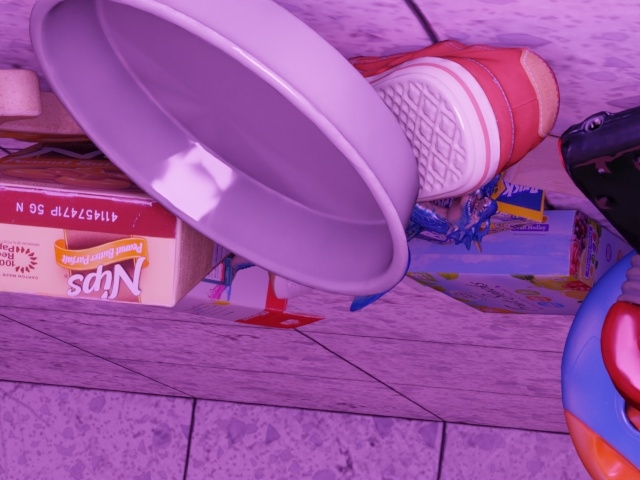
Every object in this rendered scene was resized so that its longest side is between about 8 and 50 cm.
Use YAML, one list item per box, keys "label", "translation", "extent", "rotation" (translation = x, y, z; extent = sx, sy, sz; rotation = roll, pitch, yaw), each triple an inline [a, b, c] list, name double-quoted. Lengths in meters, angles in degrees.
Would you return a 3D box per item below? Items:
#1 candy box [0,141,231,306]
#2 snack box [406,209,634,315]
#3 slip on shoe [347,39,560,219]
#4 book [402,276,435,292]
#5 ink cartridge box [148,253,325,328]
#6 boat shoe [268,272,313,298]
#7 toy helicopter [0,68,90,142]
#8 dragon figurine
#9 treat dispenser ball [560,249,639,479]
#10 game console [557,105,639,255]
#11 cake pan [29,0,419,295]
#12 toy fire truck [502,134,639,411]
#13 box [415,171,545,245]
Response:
- label: "candy box"
  translation: [-0.173, -0.021, 1.611]
  extent: [0.183, 0.088, 0.316]
  rotation: [6, -170, 6]
- label: "snack box"
  translation: [0.198, 0.023, 1.908]
  extent: [0.174, 0.070, 0.207]
  rotation: [1, 167, 28]
- label: "slip on shoe"
  translation: [0.051, -0.080, 1.378]
  extent: [0.101, 0.123, 0.331]
  rotation: [-23, -171, -26]
- label: "book"
  translation: [0.116, 0.020, 2.062]
  extent: [0.096, 0.035, 0.144]
  rotation: [-3, 164, 28]
- label: "ink cartridge box"
  translation: [-0.116, 0.039, 2.175]
  extent: [0.231, 0.078, 0.134]
  rotation: [11, 169, -17]
- label: "boat shoe"
  translation: [0.000, 0.000, 1.841]
  extent: [0.096, 0.098, 0.277]
  rotation: [0, 172, 6]
- label: "toy helicopter"
  translation: [-0.289, -0.094, 1.484]
  extent: [0.235, 0.140, 0.355]
  rotation: [-7, 176, 31]
- label: "dragon figurine"
  translation: [0.033, -0.004, 1.620]
  extent: [0.144, 0.085, 0.289]
  rotation: [35, 133, -11]
- label: "treat dispenser ball"
  translation: [0.359, 0.128, 1.771]
  extent: [0.288, 0.288, 0.288]
  rotation: [7, 169, 1]
- label: "game console"
  translation: [0.392, -0.011, 1.252]
  extent: [0.386, 0.060, 0.342]
  rotation: [-16, 131, 40]
- label: "cake pan"
  translation: [-0.055, -0.076, 1.284]
  extent: [0.293, 0.054, 0.293]
  rotation: [31, 158, 14]
- label: "toy fire truck"
  translation: [0.256, 0.019, 1.526]
  extent: [0.246, 0.217, 0.158]
  rotation: [19, 173, 16]
- label: "box"
  translation: [0.125, -0.035, 1.693]
  extent: [0.059, 0.054, 0.169]
  rotation: [12, 169, -23]
